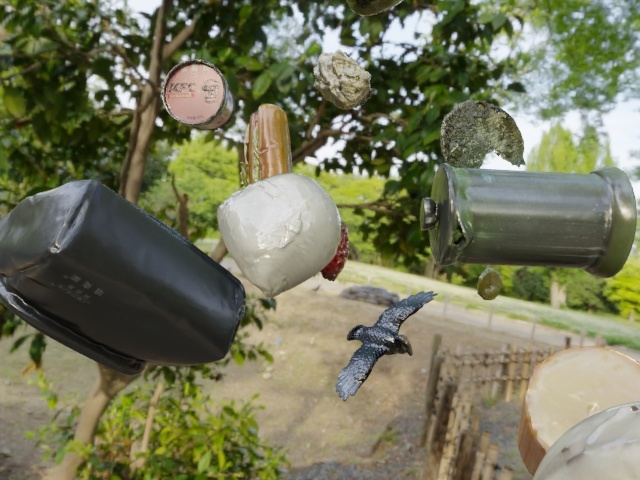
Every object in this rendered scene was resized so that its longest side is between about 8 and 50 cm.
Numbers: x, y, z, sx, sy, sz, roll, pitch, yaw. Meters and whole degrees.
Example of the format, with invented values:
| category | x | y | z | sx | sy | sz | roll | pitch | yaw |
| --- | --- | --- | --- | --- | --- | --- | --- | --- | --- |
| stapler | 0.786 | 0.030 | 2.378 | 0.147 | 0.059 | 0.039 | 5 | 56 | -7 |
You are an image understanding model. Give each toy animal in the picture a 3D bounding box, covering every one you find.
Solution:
| category | x | y | z | sx | sy | sz | roll | pitch | yaw |
| --- | --- | --- | --- | --- | --- | --- | --- | --- | --- |
| toy animal | 0.086 | 0.142 | 0.876 | 0.062 | 0.220 | 0.108 | 50 | -26 | -6 |

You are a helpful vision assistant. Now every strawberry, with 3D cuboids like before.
| category | x | y | z | sx | sy | sz | roll | pitch | yaw |
| --- | --- | --- | --- | --- | --- | --- | --- | --- | --- |
| strawberry | 0.004 | 0.003 | 1.653 | 0.280 | 0.150 | 0.253 | 38 | 1 | -35 |

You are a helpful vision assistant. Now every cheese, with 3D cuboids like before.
| category | x | y | z | sx | sy | sz | roll | pitch | yaw |
| --- | --- | --- | --- | --- | --- | --- | --- | --- | --- |
| cheese | -0.058 | -0.017 | 1.022 | 0.198 | 0.189 | 0.154 | 56 | -2 | 35 |

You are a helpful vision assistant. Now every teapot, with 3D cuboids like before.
| category | x | y | z | sx | sy | sz | roll | pitch | yaw |
| --- | --- | --- | --- | --- | --- | --- | --- | --- | --- |
| teapot | 0.347 | -0.055 | 1.125 | 0.338 | 0.200 | 0.270 | 3 | 31 | -1 |

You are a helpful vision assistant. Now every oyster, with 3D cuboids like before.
| category | x | y | z | sx | sy | sz | roll | pitch | yaw |
| --- | --- | --- | --- | --- | --- | --- | --- | --- | --- |
| oyster | 0.036 | -0.332 | 1.329 | 0.072 | 0.132 | 0.209 | -24 | 48 | -29 |

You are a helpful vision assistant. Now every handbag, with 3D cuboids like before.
| category | x | y | z | sx | sy | sz | roll | pitch | yaw |
| --- | --- | --- | --- | --- | --- | --- | --- | --- | --- |
| handbag | -0.296 | 0.072 | 0.846 | 0.275 | 0.177 | 0.302 | -14 | -40 | 36 |

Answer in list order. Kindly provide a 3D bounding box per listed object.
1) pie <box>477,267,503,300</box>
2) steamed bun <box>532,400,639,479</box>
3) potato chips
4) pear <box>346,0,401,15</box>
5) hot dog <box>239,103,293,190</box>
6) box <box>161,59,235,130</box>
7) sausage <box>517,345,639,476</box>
| category | x | y | z | sx | sy | sz | roll | pitch | yaw |
| --- | --- | --- | --- | --- | --- | --- | --- | --- | --- |
| pie | 0.424 | 0.110 | 1.561 | 0.085 | 0.084 | 0.020 | 11 | -3 | -29 |
| steamed bun | 0.424 | 0.355 | 0.694 | 0.375 | 0.373 | 0.242 | 10 | 11 | 43 |
| potato chips | 0.382 | -0.227 | 1.451 | 0.220 | 0.201 | 0.029 | -3 | 1 | -16 |
| pear | 0.172 | -0.697 | 1.592 | 0.160 | 0.292 | 0.293 | 23 | -8 | -35 |
| hot dog | -0.118 | -0.137 | 1.328 | 0.100 | 0.337 | 0.135 | 8 | -26 | -30 |
| box | -0.277 | -0.330 | 1.463 | 0.151 | 0.151 | 0.135 | 11 | -3 | 9 |
| sausage | 0.478 | 0.338 | 1.114 | 0.233 | 0.233 | 0.287 | 11 | -25 | 22 |
